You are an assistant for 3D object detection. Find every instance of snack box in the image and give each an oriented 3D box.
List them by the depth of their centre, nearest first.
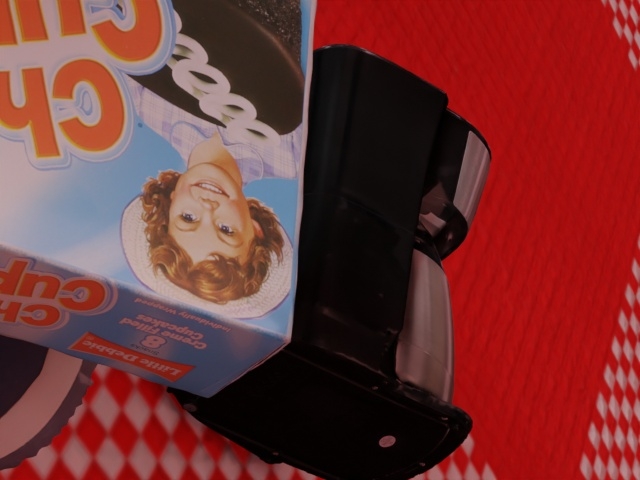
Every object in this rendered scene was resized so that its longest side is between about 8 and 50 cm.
[{"bbox_3d":[-0.152,-0.085,0.546,0.322,0.060,0.187,20,56,-25],"label":"snack box"}]

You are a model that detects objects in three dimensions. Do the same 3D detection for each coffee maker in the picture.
[{"bbox_3d":[0.000,0.000,0.828,0.171,0.120,0.178,45,40,-39],"label":"coffee maker"}]

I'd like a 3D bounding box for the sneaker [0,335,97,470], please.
[{"bbox_3d":[-0.136,-0.084,0.648,0.131,0.112,0.319,32,49,-47],"label":"sneaker"}]
